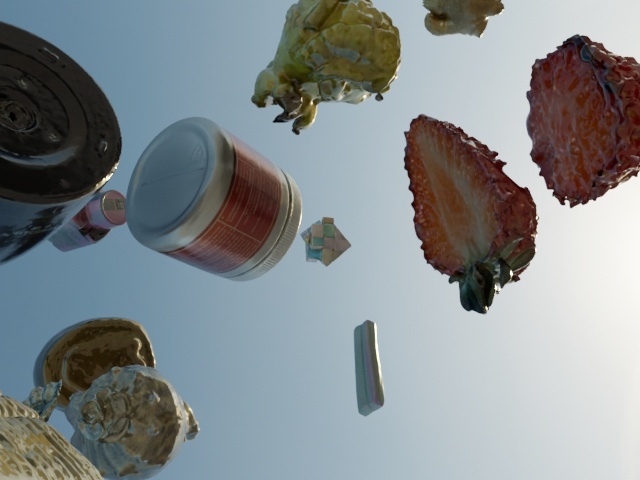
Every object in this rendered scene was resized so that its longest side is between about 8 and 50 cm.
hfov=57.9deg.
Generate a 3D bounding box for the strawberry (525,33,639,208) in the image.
[{"bbox_3d":[0.401,-0.175,0.797,0.177,0.234,0.234,-11,-84,-9],"label":"strawberry"}]

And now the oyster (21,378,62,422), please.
[{"bbox_3d":[-0.365,0.234,0.745,0.037,0.100,0.098,45,-165,-32],"label":"oyster"}]

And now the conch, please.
[{"bbox_3d":[-0.304,0.315,0.940,0.291,0.210,0.159,60,-164,-49],"label":"conch"}]

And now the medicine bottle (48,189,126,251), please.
[{"bbox_3d":[-0.515,-0.052,1.277,0.094,0.187,0.119,55,-143,-34],"label":"medicine bottle"}]

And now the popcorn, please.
[{"bbox_3d":[0.012,-0.238,0.780,0.168,0.195,0.174,7,-128,-39],"label":"popcorn"}]

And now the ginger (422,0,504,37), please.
[{"bbox_3d":[0.280,-0.495,1.099,0.102,0.157,0.216,-44,-36,-50],"label":"ginger"}]

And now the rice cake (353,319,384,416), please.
[{"bbox_3d":[0.112,0.296,1.372,0.042,0.080,0.222,14,-129,-20],"label":"rice cake"}]

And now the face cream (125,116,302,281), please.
[{"bbox_3d":[-0.159,-0.057,0.867,0.187,0.201,0.201,30,-115,-50],"label":"face cream"}]

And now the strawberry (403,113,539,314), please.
[{"bbox_3d":[0.201,-0.044,0.751,0.106,0.188,0.286,-3,-118,-22],"label":"strawberry"}]

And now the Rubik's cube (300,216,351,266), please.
[{"bbox_3d":[0.002,-0.001,1.010,0.084,0.075,0.073,-41,-72,-18],"label":"Rubik's cube"}]

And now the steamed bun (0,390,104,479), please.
[{"bbox_3d":[-0.272,0.156,0.374,0.144,0.211,0.218,-50,-13,-13],"label":"steamed bun"}]

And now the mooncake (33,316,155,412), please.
[{"bbox_3d":[-0.445,0.262,1.189,0.234,0.117,0.235,10,-105,-39],"label":"mooncake"}]

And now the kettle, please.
[{"bbox_3d":[-0.390,-0.056,0.585,0.208,0.290,0.268,60,-146,2],"label":"kettle"}]
